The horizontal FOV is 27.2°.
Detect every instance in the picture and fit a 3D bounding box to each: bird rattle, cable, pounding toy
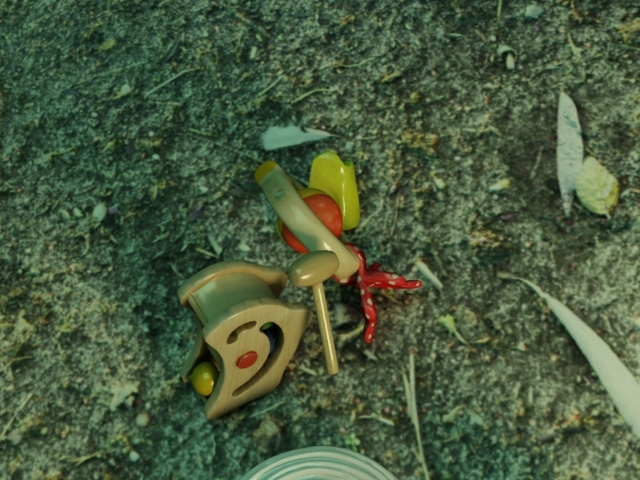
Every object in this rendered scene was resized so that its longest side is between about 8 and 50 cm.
[{"bbox_3d":[0.000,0.000,1.654,0.143,0.207,0.253,-36,48,15],"label":"bird rattle"},{"bbox_3d":[-0.005,0.363,1.512,0.257,0.089,0.257,1,63,16],"label":"cable"},{"bbox_3d":[-0.081,0.124,1.567,0.154,0.269,0.155,-10,50,-36],"label":"pounding toy"}]
